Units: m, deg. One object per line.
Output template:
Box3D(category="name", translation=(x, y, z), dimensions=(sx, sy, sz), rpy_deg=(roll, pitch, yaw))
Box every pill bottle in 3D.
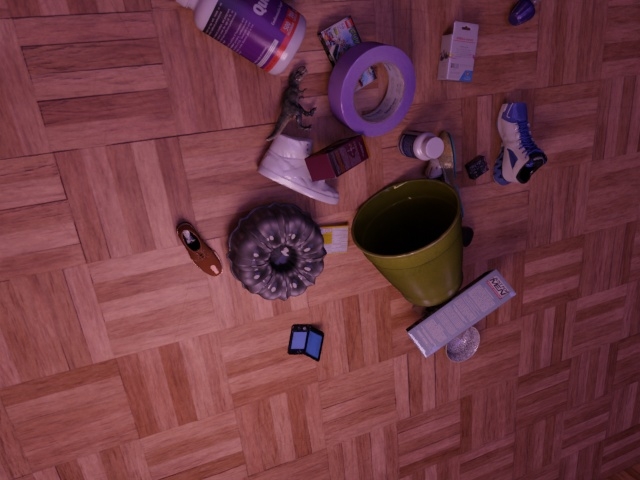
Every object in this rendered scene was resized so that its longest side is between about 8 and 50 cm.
Box3D(category="pill bottle", translation=(0.341, -0.322, 1.494), dimensions=(0.094, 0.169, 0.094), rpy_deg=(-6, 109, -19))
Box3D(category="pill bottle", translation=(-0.211, -0.606, 1.188), dimensions=(0.323, 0.181, 0.181), rpy_deg=(25, 97, -26))

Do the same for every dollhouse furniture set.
Box3D(category="dollhouse furniture set", translation=(0.483, 0.270, 1.728), dimensions=(0.129, 0.184, 0.129), rpy_deg=(26, 96, -26))

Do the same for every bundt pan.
Box3D(category="bundt pan", translation=(-0.126, 0.048, 1.402), dimensions=(0.331, 0.124, 0.330), rpy_deg=(-6, 108, -18))

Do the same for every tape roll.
Box3D(category="tape roll", translation=(0.163, -0.473, 1.386), dimensions=(0.275, 0.090, 0.274), rpy_deg=(-15, 126, -22))

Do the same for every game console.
Box3D(category="game console", translation=(-0.055, 0.379, 1.620), dimensions=(0.107, 0.071, 0.122), rpy_deg=(4, 104, -22))

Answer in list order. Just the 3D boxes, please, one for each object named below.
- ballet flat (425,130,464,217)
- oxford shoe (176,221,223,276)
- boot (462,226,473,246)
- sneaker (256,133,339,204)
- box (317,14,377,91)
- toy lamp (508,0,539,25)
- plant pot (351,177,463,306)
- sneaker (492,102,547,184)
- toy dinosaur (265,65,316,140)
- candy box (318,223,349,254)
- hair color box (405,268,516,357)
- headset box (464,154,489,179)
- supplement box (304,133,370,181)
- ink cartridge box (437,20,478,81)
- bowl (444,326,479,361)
Box3D(category="ballet flat", translation=(0.442, -0.217, 1.605), dimensions=(0.123, 0.123, 0.348), rpy_deg=(-22, 113, -13))
Box3D(category="oxford shoe", translation=(-0.379, 0.041, 1.389), dimensions=(0.076, 0.076, 0.212), rpy_deg=(-38, 117, -8))
Box3D(category="boot", translation=(0.518, -0.031, 1.716), dimensions=(0.219, 0.106, 0.082), rpy_deg=(13, 99, -53))
Box3D(category="sneaker", translation=(-0.037, -0.236, 1.413), dimensions=(0.293, 0.108, 0.169), rpy_deg=(22, 101, -24))
Box3D(category="box", translation=(0.086, -0.580, 1.390), dimensions=(0.114, 0.036, 0.207), rpy_deg=(-34, 115, -8))
Box3D(category="toy lamp", translation=(0.771, -0.855, 1.541), dimensions=(0.275, 0.080, 0.080), rpy_deg=(-41, 116, -4))
Box3D(category="plant pot", translation=(0.340, 0.038, 1.536), dimensions=(0.366, 0.366, 0.353), rpy_deg=(-36, 127, -7))
Box3D(category="sneaker", translation=(0.758, -0.350, 1.638), dimensions=(0.128, 0.182, 0.315), rpy_deg=(-9, 110, -20))
Box3D(category="toy dinosaur", translation=(-0.076, -0.396, 1.354), dimensions=(0.118, 0.064, 0.268), rpy_deg=(25, 75, -23))
Box3D(category="candy box", translation=(0.000, 0.000, 1.546), dimensions=(0.206, 0.027, 0.105), rpy_deg=(-4, 110, -19))
Box3D(category="hair color box", translation=(0.490, 0.259, 1.576), dimensions=(0.374, 0.185, 0.113), rpy_deg=(-36, 79, 3))
Box3D(category="headset box", translation=(0.602, -0.281, 1.683), dimensions=(0.083, 0.032, 0.062), rpy_deg=(-35, 116, -8))
Box3D(category="supplement box", translation=(0.055, -0.258, 1.374), dimensions=(0.188, 0.104, 0.080), rpy_deg=(-36, 113, -40))
Box3D(category="ink cartridge box", translation=(0.468, -0.640, 1.502), dimensions=(0.104, 0.061, 0.181), rpy_deg=(-3, 108, -21))
Box3D(category="bowl", translation=(0.582, 0.423, 1.872), dimensions=(0.170, 0.080, 0.170), rpy_deg=(-6, 108, -19))
